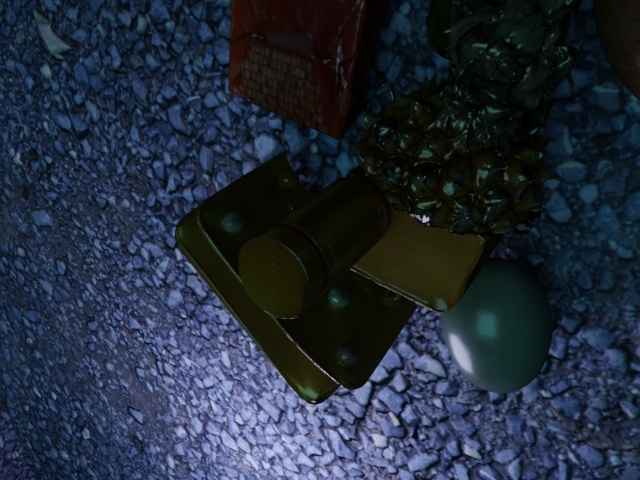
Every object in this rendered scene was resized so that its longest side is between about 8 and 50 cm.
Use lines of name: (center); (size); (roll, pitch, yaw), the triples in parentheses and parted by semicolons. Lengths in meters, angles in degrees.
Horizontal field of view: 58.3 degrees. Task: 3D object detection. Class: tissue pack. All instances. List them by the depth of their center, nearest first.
tissue pack: (0.171, -0.044, 0.826); (0.194, 0.274, 0.145); (25, 126, 22)

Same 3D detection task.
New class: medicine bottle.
medicine bottle: (0.000, 0.000, 0.657); (0.096, 0.192, 0.096); (16, 123, 26)

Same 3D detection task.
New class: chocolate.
chocolate: (-0.026, -0.316, 0.914); (0.237, 0.108, 0.235); (28, 133, 22)

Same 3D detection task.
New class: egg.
egg: (0.279, 0.137, 0.912); (0.168, 0.168, 0.231); (3, 118, 32)

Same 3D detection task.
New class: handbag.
handbag: (-0.027, 0.047, 0.996); (0.401, 0.283, 0.133); (49, 135, 0)

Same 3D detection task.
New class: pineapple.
pineapple: (0.191, -0.179, 0.633); (0.262, 0.262, 0.272); (34, 135, 15)

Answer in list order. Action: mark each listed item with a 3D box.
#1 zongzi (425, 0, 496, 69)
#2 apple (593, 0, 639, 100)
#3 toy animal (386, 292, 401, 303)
zongzi: (0.187, -0.429, 0.725); (0.360, 0.160, 0.323); (57, 144, 23)
apple: (0.441, -0.269, 0.529); (0.338, 0.305, 0.339); (25, 138, 25)
toy animal: (0.135, 0.004, 0.975); (0.255, 0.114, 0.116); (52, 128, 13)
